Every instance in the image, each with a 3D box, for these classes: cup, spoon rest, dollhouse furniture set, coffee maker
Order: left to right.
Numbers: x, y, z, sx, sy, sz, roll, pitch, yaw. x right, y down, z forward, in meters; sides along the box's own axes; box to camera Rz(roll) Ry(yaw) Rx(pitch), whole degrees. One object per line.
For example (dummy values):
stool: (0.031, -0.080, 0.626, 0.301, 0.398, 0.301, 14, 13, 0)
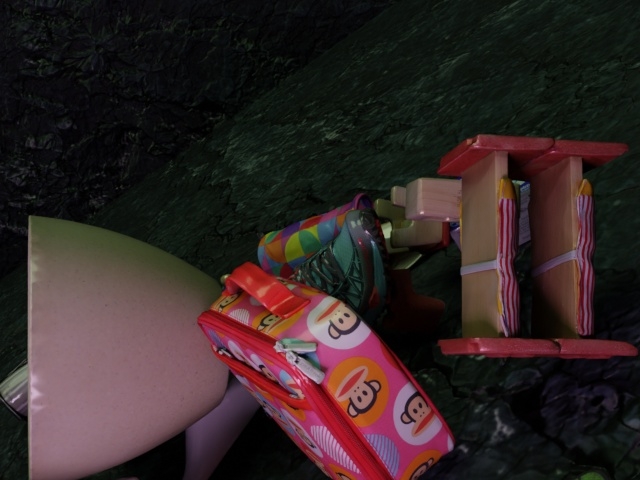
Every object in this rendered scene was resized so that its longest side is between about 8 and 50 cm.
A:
coffee maker: (-0.576, 0.272, 1.645, 0.178, 0.120, 0.171, -43, 21, -12)
cup: (-0.248, 0.135, 1.007, 0.236, 0.331, 0.331, 0, 12, -20)
spoon rest: (-0.165, 0.271, 1.087, 0.137, 0.084, 0.276, -18, 16, 39)
dollhouse furniture set: (0.175, 0.026, 0.873, 0.374, 0.152, 0.202, 145, 127, -77)

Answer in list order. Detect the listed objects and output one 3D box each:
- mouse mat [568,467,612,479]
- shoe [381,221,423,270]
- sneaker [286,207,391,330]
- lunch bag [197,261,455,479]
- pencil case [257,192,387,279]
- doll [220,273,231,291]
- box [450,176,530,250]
mouse mat: (0.159, 0.265, 0.598, 0.189, 0.007, 0.153, -35, 23, 11)
shoe: (0.099, 0.013, 1.156, 0.219, 0.077, 0.058, -33, 17, 8)
sneaker: (0.013, 0.063, 0.974, 0.125, 0.262, 0.104, -2, 51, -11)
lunch bag: (-0.013, 0.133, 0.848, 0.120, 0.258, 0.293, -41, 20, -18)
pencil case: (0.000, 0.000, 1.313, 0.236, 0.104, 0.104, -19, 29, 37)
doll: (-0.194, 0.143, 1.398, 0.129, 0.046, 0.189, -20, 33, 18)
box: (0.237, -0.048, 1.066, 0.126, 0.072, 0.137, -30, 23, 19)
